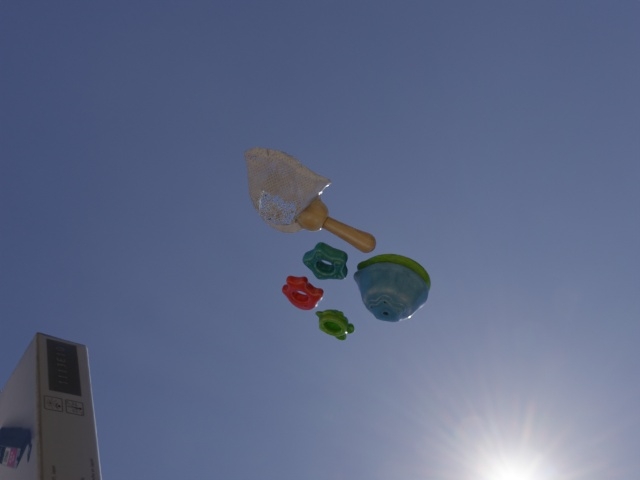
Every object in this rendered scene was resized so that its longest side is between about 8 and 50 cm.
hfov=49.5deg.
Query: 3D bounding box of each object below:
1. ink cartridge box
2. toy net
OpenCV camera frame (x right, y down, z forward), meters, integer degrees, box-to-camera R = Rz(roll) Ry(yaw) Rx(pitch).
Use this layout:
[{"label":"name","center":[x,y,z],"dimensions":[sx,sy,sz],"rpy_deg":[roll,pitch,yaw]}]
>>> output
[{"label":"ink cartridge box","center":[-0.271,0.258,0.608],"dimensions":[0.060,0.275,0.239],"rpy_deg":[24,-69,-34]},{"label":"toy net","center":[0.000,0.000,0.615],"dimensions":[0.122,0.045,0.232],"rpy_deg":[-14,-52,34]}]
